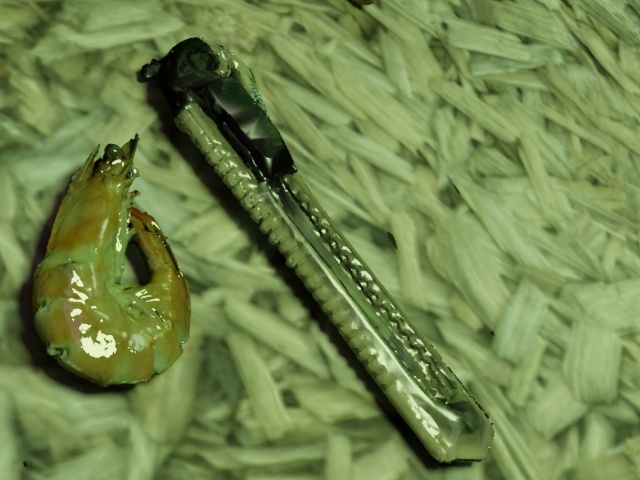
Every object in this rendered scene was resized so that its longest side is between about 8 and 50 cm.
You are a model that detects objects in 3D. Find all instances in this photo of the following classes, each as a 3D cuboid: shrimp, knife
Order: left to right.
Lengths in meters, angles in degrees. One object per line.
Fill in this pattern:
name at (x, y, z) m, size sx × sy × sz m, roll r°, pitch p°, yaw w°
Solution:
shrimp at (-0.120, 0.007, 0.677) m, size 0.099 × 0.041 × 0.180 m, roll 17°, pitch 50°, yaw -23°
knife at (0.003, -0.003, 0.761) m, size 0.089 × 0.043 × 0.365 m, roll -27°, pitch 75°, yaw -41°

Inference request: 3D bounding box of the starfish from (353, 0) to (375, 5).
starfish at (-0.069, -0.344, 0.933) m, size 0.375 × 0.094 × 0.327 m, roll -9°, pitch 65°, yaw -31°
